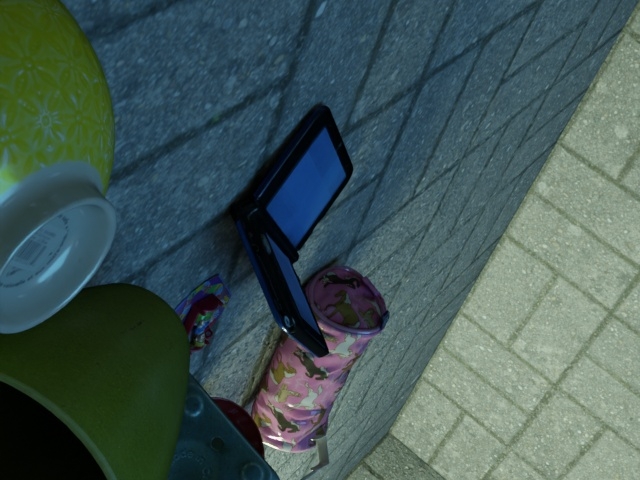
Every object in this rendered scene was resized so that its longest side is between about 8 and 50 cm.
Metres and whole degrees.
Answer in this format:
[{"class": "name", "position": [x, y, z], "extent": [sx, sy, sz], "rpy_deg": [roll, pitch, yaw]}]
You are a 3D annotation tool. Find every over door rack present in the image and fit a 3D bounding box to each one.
[{"class": "over door rack", "position": [-0.145, 0.450, 1.769], "extent": [0.324, 0.240, 0.108], "rpy_deg": [-37, 118, -59]}]

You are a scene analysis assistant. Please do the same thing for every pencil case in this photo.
[{"class": "pencil case", "position": [-0.008, 0.227, 1.885], "extent": [0.160, 0.167, 0.386], "rpy_deg": [-88, -162, -49]}]

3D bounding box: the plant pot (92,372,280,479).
[{"class": "plant pot", "position": [-0.192, 0.286, 1.207], "extent": [0.248, 0.247, 0.252], "rpy_deg": [-41, -179, -33]}]

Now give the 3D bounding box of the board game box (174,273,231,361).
[{"class": "board game box", "position": [-0.165, 0.119, 1.434], "extent": [0.133, 0.033, 0.168], "rpy_deg": [-48, 164, -11]}]

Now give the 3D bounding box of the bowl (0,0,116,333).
[{"class": "bowl", "position": [-0.234, -0.028, 0.704], "extent": [0.289, 0.156, 0.289], "rpy_deg": [-46, 162, -19]}]

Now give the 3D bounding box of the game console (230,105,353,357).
[{"class": "game console", "position": [0.000, 0.000, 1.401], "extent": [0.173, 0.250, 0.293], "rpy_deg": [-25, 163, 3]}]

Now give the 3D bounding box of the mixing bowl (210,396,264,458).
[{"class": "mixing bowl", "position": [-0.192, 0.350, 1.672], "extent": [0.181, 0.181, 0.098], "rpy_deg": [-39, -170, -38]}]

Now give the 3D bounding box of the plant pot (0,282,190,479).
[{"class": "plant pot", "position": [-0.240, 0.162, 0.976], "extent": [0.274, 0.275, 0.293], "rpy_deg": [-61, 177, 28]}]
